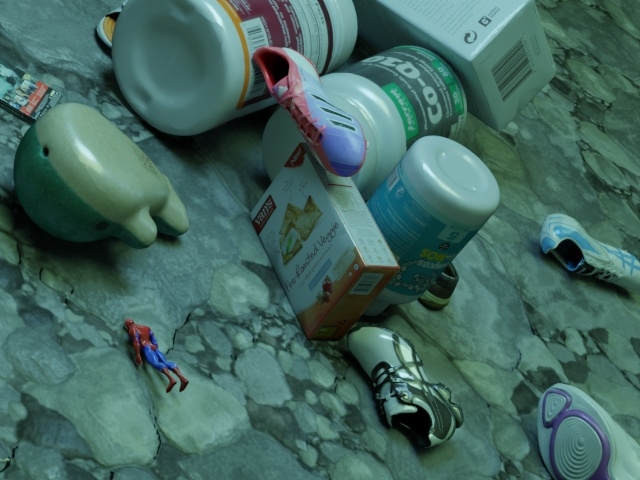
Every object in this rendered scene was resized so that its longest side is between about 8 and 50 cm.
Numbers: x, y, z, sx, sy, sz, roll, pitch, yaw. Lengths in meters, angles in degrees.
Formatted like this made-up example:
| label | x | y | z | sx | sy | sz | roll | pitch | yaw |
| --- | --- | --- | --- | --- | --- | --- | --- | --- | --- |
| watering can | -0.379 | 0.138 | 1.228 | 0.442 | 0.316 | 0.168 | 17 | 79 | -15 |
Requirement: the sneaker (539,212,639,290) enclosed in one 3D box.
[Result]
| label | x | y | z | sx | sy | sz | roll | pitch | yaw |
| --- | --- | --- | --- | --- | --- | --- | --- | --- | --- |
| sneaker | 0.480 | 0.037 | 2.246 | 0.237 | 0.085 | 0.086 | 28 | 61 | -20 |

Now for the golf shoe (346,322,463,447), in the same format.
| label | x | y | z | sx | sy | sz | roll | pitch | yaw |
| --- | --- | --- | --- | --- | --- | --- | --- | --- | --- |
| golf shoe | 0.103 | 0.192 | 1.696 | 0.198 | 0.077 | 0.094 | 43 | 34 | 9 |

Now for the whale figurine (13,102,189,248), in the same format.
| label | x | y | z | sx | sy | sz | roll | pitch | yaw |
| --- | --- | --- | --- | --- | --- | --- | --- | --- | --- |
| whale figurine | -0.280 | -0.061 | 1.621 | 0.216 | 0.141 | 0.272 | 57 | 13 | 25 |

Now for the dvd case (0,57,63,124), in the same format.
| label | x | y | z | sx | sy | sz | roll | pitch | yaw |
| --- | --- | --- | --- | --- | --- | --- | --- | --- | --- |
| dvd case | -0.419 | -0.206 | 1.739 | 0.119 | 0.013 | 0.087 | 31 | 34 | -12 |

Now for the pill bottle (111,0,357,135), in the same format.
| label | x | y | z | sx | sy | sz | roll | pitch | yaw |
| --- | --- | --- | --- | --- | --- | --- | --- | --- | --- |
| pill bottle | -0.117 | -0.308 | 1.955 | 0.224 | 0.224 | 0.392 | 45 | 34 | 11 |

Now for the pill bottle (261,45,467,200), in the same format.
| label | x | y | z | sx | sy | sz | roll | pitch | yaw |
| --- | --- | --- | --- | --- | --- | --- | --- | --- | --- |
| pill bottle | 0.072 | -0.176 | 1.992 | 0.204 | 0.204 | 0.361 | 44 | 34 | 9 |

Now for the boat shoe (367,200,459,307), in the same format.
| label | x | y | z | sx | sy | sz | roll | pitch | yaw |
| --- | --- | --- | --- | --- | --- | --- | --- | --- | --- |
| boat shoe | 0.150 | 0.000 | 1.971 | 0.080 | 0.073 | 0.224 | 3 | 47 | -41 |

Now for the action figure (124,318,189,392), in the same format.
| label | x | y | z | sx | sy | sz | roll | pitch | yaw |
| --- | --- | --- | --- | --- | --- | --- | --- | --- | --- |
| action figure | -0.202 | 0.135 | 1.520 | 0.038 | 0.030 | 0.115 | 0 | 44 | -50 |

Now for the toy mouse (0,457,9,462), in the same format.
| label | x | y | z | sx | sy | sz | roll | pitch | yaw |
| --- | --- | --- | --- | --- | --- | --- | --- | --- | --- |
| toy mouse | -0.382 | 0.205 | 1.264 | 0.143 | 0.031 | 0.161 | 21 | 37 | -23 |

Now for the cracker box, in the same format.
| label | x | y | z | sx | sy | sz | roll | pitch | yaw |
| --- | --- | --- | --- | --- | --- | --- | --- | --- | --- |
| cracker box | 0.000 | 0.000 | 1.757 | 0.067 | 0.156 | 0.232 | 5 | 45 | -38 |

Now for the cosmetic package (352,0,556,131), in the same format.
| label | x | y | z | sx | sy | sz | roll | pitch | yaw |
| --- | --- | --- | --- | --- | --- | --- | --- | --- | --- |
| cosmetic package | 0.181 | -0.408 | 2.227 | 0.453 | 0.161 | 0.230 | 40 | -8 | 33 |

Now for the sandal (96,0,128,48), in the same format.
| label | x | y | z | sx | sy | sz | roll | pitch | yaw |
| --- | --- | --- | --- | --- | --- | --- | --- | --- | --- |
| sandal | -0.260 | -0.361 | 2.017 | 0.102 | 0.076 | 0.265 | 39 | 33 | 2 |

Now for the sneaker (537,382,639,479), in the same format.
| label | x | y | z | sx | sy | sz | roll | pitch | yaw |
| --- | --- | --- | --- | --- | --- | --- | --- | --- | --- |
| sneaker | 0.422 | 0.336 | 1.820 | 0.305 | 0.114 | 0.152 | 54 | 22 | 15 |

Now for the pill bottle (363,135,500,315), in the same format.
| label | x | y | z | sx | sy | sz | roll | pitch | yaw |
| --- | --- | --- | --- | --- | --- | --- | --- | --- | --- |
| pill bottle | 0.123 | -0.010 | 1.786 | 0.146 | 0.264 | 0.146 | 24 | 37 | -19 |

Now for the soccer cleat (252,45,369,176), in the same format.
| label | x | y | z | sx | sy | sz | roll | pitch | yaw |
| --- | --- | --- | --- | --- | --- | --- | --- | --- | --- |
| soccer cleat | -0.017 | -0.177 | 1.735 | 0.095 | 0.083 | 0.248 | 17 | 33 | -41 |
